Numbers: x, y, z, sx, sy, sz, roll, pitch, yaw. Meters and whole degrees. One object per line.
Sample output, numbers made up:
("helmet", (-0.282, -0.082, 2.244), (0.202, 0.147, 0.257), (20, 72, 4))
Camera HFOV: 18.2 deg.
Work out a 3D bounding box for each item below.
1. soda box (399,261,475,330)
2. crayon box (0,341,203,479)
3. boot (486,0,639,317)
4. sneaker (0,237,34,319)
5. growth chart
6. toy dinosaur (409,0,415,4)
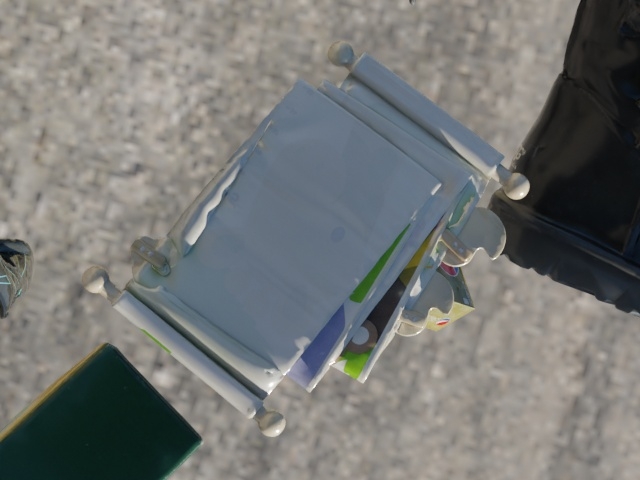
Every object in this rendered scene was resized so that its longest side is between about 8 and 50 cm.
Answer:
("soda box", (0.111, 0.007, 2.265), (0.061, 0.058, 0.181), (19, 46, -49))
("crayon box", (-0.271, 0.249, 1.427), (0.313, 0.106, 0.363), (-45, -178, -27))
("boot", (0.356, -0.132, 1.372), (0.146, 0.367, 0.445), (-88, -159, -79))
("sneaker", (-0.377, 0.044, 2.185), (0.267, 0.101, 0.106), (55, 24, -76))
("growth chart", (0.000, 0.000, 1.189), (0.237, 0.172, 0.021), (-46, -177, -12))
("toy dinosaur", (-0.013, -0.261, 0.914), (0.160, 0.121, 0.314), (110, -24, -72))
